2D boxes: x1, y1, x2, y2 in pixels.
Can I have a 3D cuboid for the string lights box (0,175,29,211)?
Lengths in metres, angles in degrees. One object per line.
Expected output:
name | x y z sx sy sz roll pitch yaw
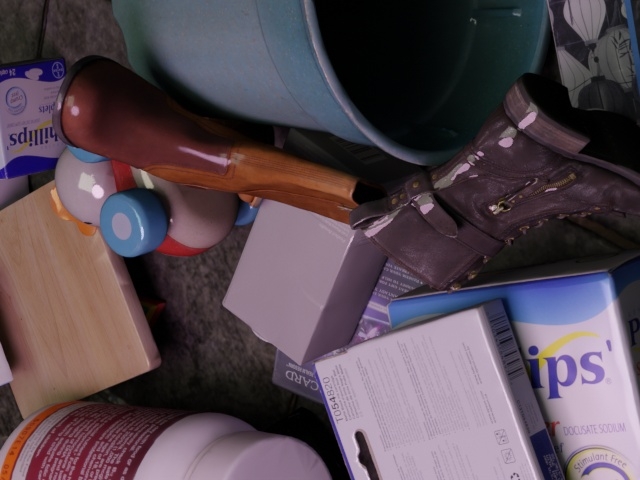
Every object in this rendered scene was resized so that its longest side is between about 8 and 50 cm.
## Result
string lights box | -0.518 -0.060 2.110 0.259 0.133 0.077 -6 88 39

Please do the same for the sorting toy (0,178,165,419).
sorting toy | -0.309 0.066 2.009 0.255 0.089 0.257 -24 85 39

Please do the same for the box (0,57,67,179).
box | -0.375 -0.151 1.985 0.072 0.126 0.137 2 103 36

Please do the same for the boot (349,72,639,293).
boot | 0.185 -0.028 1.473 0.229 0.263 0.091 -44 34 29

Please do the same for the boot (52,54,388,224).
boot | -0.091 -0.075 1.525 0.280 0.264 0.096 20 80 24

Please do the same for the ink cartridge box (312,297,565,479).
ink cartridge box | 0.116 0.188 1.540 0.224 0.045 0.223 -21 88 41

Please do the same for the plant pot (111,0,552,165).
plant pot | -0.008 -0.247 1.562 0.334 0.341 0.341 5 104 45

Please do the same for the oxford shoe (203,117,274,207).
oxford shoe | -0.095 -0.114 1.735 0.212 0.076 0.076 -104 31 -47

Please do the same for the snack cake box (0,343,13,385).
snack cake box | -0.483 0.123 2.082 0.264 0.089 0.152 -10 100 70

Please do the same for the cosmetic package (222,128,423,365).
cosmetic package | 0.000 0.000 1.713 0.127 0.107 0.238 38 124 24

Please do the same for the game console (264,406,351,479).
game console | -0.060 0.380 1.922 0.213 0.044 0.361 52 126 18

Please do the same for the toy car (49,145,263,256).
toy car | -0.220 -0.060 1.826 0.238 0.219 0.210 -26 85 41

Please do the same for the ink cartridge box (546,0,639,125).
ink cartridge box | 0.284 -0.272 1.478 0.165 0.065 0.333 -8 95 40

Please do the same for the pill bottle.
pill bottle | -0.182 0.303 1.830 0.392 0.224 0.224 -2 100 45

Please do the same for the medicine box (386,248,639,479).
medicine box | 0.234 0.168 1.569 0.263 0.149 0.289 -10 95 39

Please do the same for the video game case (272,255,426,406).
video game case | 0.042 0.065 1.775 0.196 0.026 0.274 21 114 33
